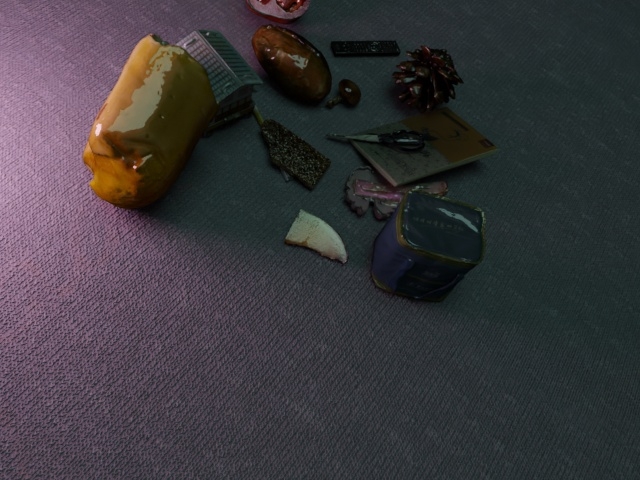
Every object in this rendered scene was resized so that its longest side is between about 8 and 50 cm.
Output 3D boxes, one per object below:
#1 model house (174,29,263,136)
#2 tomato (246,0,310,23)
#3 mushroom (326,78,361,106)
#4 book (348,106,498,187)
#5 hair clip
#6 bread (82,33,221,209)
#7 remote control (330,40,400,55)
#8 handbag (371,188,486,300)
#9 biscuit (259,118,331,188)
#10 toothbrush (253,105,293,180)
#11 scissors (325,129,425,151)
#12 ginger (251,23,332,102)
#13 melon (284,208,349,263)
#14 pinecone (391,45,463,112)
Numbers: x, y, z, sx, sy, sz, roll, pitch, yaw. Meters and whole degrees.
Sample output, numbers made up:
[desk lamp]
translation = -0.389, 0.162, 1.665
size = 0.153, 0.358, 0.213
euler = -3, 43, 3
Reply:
[model house]
translation = -0.299, -0.446, 1.783
size = 0.198, 0.215, 0.224
euler = -32, 74, -25
[tomato]
translation = -0.141, -0.803, 2.046
size = 0.214, 0.155, 0.180
euler = 19, 95, -10
[mushroom]
translation = 0.078, -0.458, 1.973
size = 0.129, 0.073, 0.088
euler = -40, 108, -26
[book]
translation = 0.315, -0.296, 1.929
size = 0.389, 0.032, 0.269
euler = -21, 50, -24
[hair clip]
translation = 0.221, -0.141, 1.839
size = 0.301, 0.069, 0.173
euler = 2, 57, -1
[bread]
translation = -0.439, -0.268, 1.596
size = 0.250, 0.361, 0.394
euler = 28, 69, -19
[remote control]
translation = 0.154, -0.652, 2.122
size = 0.245, 0.025, 0.063
euler = -5, 63, -17
[handbag]
translation = 0.284, 0.023, 1.670
size = 0.263, 0.241, 0.222
euler = 16, 58, -6
[biscuit]
translation = -0.089, -0.259, 1.828
size = 0.237, 0.026, 0.131
euler = 35, 51, -2
[toothbrush]
translation = -0.146, -0.296, 1.855
size = 0.024, 0.021, 0.288
euler = -13, 67, -33
[scissors]
translation = 0.166, -0.311, 1.898
size = 0.300, 0.022, 0.109
euler = 6, 40, 3
[ginger]
translation = -0.097, -0.559, 1.928
size = 0.165, 0.172, 0.321
euler = -45, 79, 9
[melon]
translation = 0.001, -0.007, 1.724
size = 0.182, 0.054, 0.098
euler = 21, 65, -3
[pinecone]
translation = 0.336, -0.510, 1.991
size = 0.201, 0.229, 0.202
euler = -26, 74, 20
